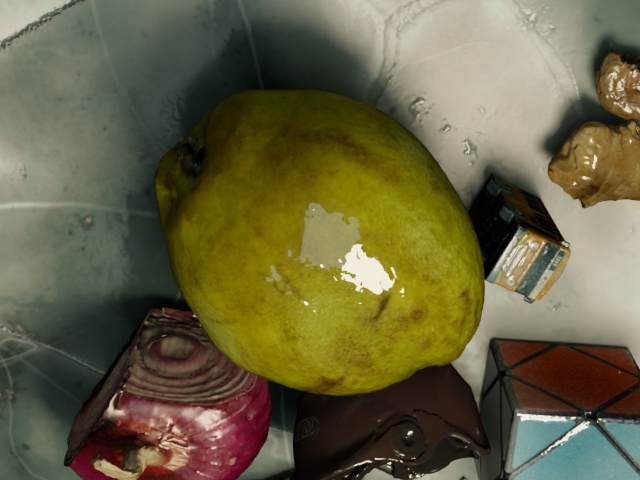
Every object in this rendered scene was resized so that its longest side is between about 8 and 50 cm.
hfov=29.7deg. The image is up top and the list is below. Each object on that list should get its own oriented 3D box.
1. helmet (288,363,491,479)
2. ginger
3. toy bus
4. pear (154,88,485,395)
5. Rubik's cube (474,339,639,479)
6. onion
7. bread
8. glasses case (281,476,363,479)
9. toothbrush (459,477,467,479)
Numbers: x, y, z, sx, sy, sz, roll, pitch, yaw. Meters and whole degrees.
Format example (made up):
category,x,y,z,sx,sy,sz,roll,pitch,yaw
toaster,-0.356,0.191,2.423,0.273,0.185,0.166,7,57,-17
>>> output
category,x,y,z,sx,sy,sz,roll,pitch,yaw
helmet,0.074,0.229,1.590,0.305,0.177,0.225,1,161,-35
ginger,0.435,-0.097,1.541,0.294,0.086,0.131,1,129,-2
toy bus,0.248,-0.002,1.529,0.103,0.182,0.091,25,110,-13
pear,0.000,0.000,1.450,0.413,0.352,0.352,42,106,-10
Rubik's cube,0.329,0.272,1.634,0.205,0.207,0.205,3,113,-4
onion,-0.192,0.241,1.602,0.230,0.272,0.256,26,146,-16
bread,0.397,-0.193,1.517,0.113,0.060,0.082,15,111,-5
glasses case,-0.081,0.438,1.747,0.336,0.076,0.144,-23,109,14
toothbrush,0.134,0.470,1.724,0.030,0.030,0.304,43,70,-17
